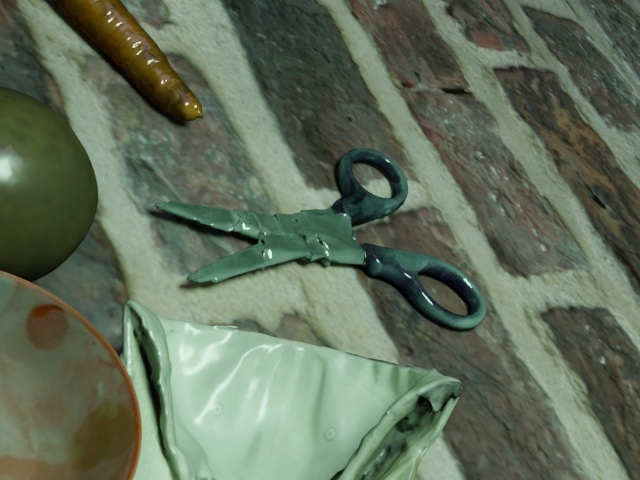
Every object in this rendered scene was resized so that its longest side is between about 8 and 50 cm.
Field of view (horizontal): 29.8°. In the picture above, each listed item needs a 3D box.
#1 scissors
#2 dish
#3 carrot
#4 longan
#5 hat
[{"bbox_3d":[0.000,0.000,1.234,0.383,0.029,0.256,-3,53,-46],"label":"scissors"},{"bbox_3d":[-0.255,0.134,0.796,0.260,0.085,0.260,16,40,-14],"label":"dish"},{"bbox_3d":[-0.208,-0.212,1.266,0.248,0.059,0.059,49,36,7],"label":"carrot"},{"bbox_3d":[-0.274,-0.045,0.923,0.204,0.159,0.185,16,-3,-12],"label":"longan"},{"bbox_3d":[-0.046,0.190,0.912,0.257,0.168,0.301,13,62,3],"label":"hat"}]
